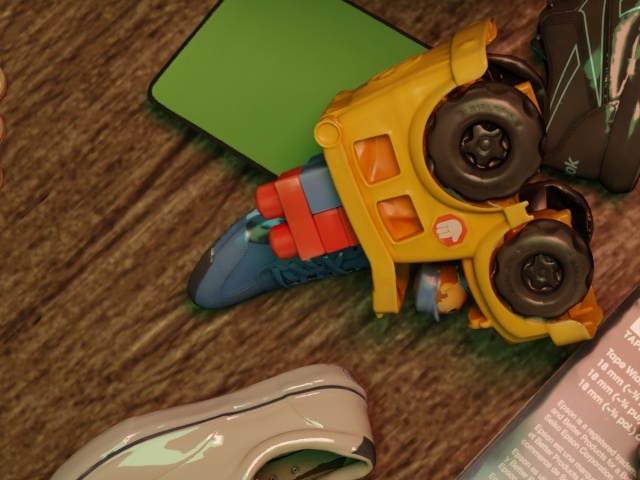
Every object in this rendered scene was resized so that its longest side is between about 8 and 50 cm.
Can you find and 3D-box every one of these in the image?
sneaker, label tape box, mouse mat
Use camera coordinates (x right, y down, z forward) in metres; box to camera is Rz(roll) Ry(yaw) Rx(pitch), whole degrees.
[{"bbox_3d":[0.213,-0.172,1.377,0.106,0.101,0.267,14,85,11],"label":"sneaker"},{"bbox_3d":[0.243,0.186,1.329,0.240,0.106,0.333,44,88,10],"label":"label tape box"},{"bbox_3d":[-0.019,-0.121,1.412,0.190,0.007,0.152,32,75,25],"label":"mouse mat"},{"bbox_3d":[-0.083,0.171,1.366,0.258,0.094,0.091,-24,44,3],"label":"sneaker"},{"bbox_3d":[0.000,0.000,1.396,0.209,0.069,0.082,-34,70,1],"label":"sneaker"}]

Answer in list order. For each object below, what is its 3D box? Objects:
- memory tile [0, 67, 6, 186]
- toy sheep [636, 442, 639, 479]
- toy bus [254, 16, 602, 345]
[{"bbox_3d":[-0.318,-0.089,1.480,0.148,0.012,0.113,2,84,8],"label":"memory tile"},{"bbox_3d":[0.251,0.160,1.235,0.091,0.091,0.132,-16,86,5],"label":"toy sheep"},{"bbox_3d":[0.073,-0.017,1.307,0.211,0.149,0.220,-21,102,11],"label":"toy bus"}]
